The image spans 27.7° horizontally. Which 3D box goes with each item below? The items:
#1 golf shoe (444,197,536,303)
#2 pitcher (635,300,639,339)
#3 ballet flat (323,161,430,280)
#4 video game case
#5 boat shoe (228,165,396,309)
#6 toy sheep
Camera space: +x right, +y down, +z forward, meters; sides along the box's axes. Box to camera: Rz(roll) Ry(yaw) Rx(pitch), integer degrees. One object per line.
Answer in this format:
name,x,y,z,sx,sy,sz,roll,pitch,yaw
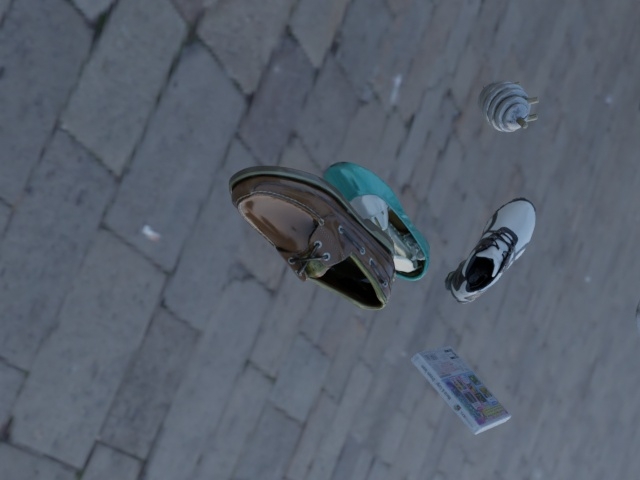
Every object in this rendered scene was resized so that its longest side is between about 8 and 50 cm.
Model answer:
golf shoe,0.278,0.017,2.021,0.198,0.077,0.094,-54,-176,-6
pitcher,0.418,0.161,1.445,0.125,0.177,0.207,174,-75,-69
ballet flat,0.095,-0.022,1.965,0.247,0.083,0.087,45,22,-36
video game case,0.208,0.217,1.905,0.019,0.143,0.157,-46,163,17
boat shoe,0.000,0.000,1.772,0.307,0.110,0.104,28,48,-37
toy sheep,0.310,-0.221,2.149,0.091,0.132,0.091,-11,121,-19
